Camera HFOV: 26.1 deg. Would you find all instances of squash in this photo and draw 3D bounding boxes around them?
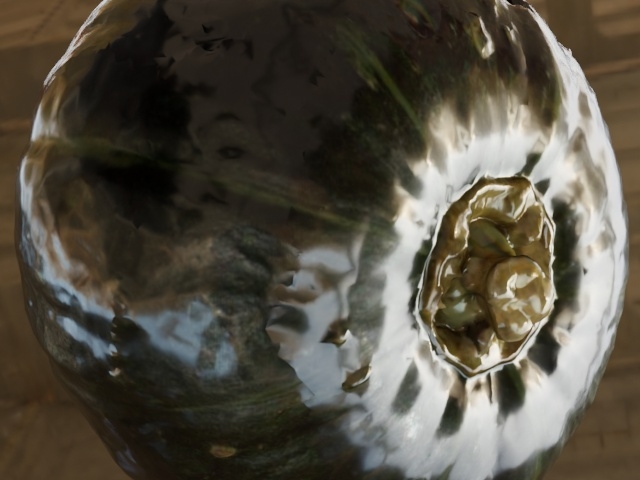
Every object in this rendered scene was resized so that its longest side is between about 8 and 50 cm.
[{"bbox_3d":[0.003,0.001,0.405,0.156,0.193,0.193,9,-146,26],"label":"squash"}]
